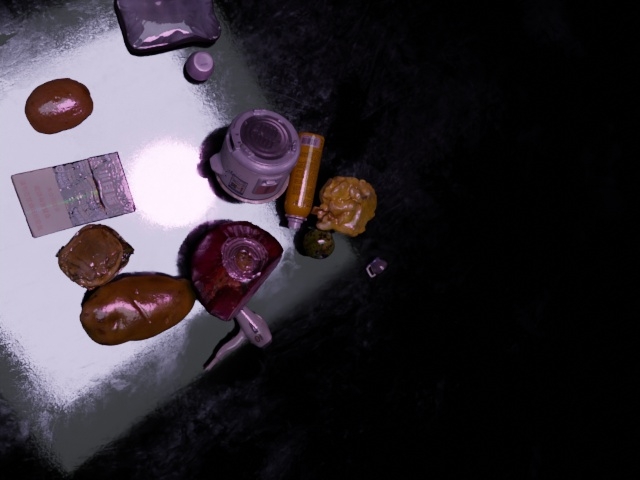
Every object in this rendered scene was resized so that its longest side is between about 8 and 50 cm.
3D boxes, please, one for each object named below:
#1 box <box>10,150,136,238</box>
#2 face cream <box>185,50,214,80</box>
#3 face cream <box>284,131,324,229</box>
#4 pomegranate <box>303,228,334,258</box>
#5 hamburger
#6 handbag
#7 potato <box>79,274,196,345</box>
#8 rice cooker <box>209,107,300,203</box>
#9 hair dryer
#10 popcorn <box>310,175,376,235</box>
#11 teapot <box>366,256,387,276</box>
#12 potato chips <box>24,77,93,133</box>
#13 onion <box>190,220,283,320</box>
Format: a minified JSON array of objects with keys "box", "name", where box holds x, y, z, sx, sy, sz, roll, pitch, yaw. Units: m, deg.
[{"box":[-0.756,-0.143,1.597,0.310,0.084,0.198,-18,101,-21],"name":"box"},{"box":[-0.399,-0.584,1.716,0.091,0.095,0.091,-1,93,-24],"name":"face cream"},{"box":[-0.066,-0.213,1.886,0.105,0.105,0.349,10,89,-24],"name":"face cream"},{"box":[0.000,0.000,1.936,0.122,0.122,0.161,47,41,-20],"name":"pomegranate"},{"box":[-0.706,0.053,1.610,0.183,0.130,0.206,35,59,4],"name":"hamburger"},{"box":[-0.486,-0.732,1.685,0.332,0.075,0.192,-17,97,-19],"name":"handbag"},{"box":[-0.584,0.217,1.672,0.369,0.176,0.195,-12,57,-30],"name":"potato"},{"box":[-0.213,-0.273,1.720,0.316,0.316,0.264,-14,73,-22],"name":"rice cooker"},{"box":[-0.327,0.312,1.834,0.267,0.092,0.229,-20,94,-11],"name":"hair dryer"},{"box":[0.083,-0.130,1.921,0.266,0.192,0.233,-26,122,-22],"name":"popcorn"},{"box":[0.222,0.105,2.066,0.088,0.066,0.057,-44,90,8],"name":"teapot"},{"box":[-0.800,-0.416,1.578,0.201,0.049,0.150,-30,110,-25],"name":"potato chips"},{"box":[-0.300,0.078,1.711,0.260,0.282,0.337,39,74,-2],"name":"onion"}]
